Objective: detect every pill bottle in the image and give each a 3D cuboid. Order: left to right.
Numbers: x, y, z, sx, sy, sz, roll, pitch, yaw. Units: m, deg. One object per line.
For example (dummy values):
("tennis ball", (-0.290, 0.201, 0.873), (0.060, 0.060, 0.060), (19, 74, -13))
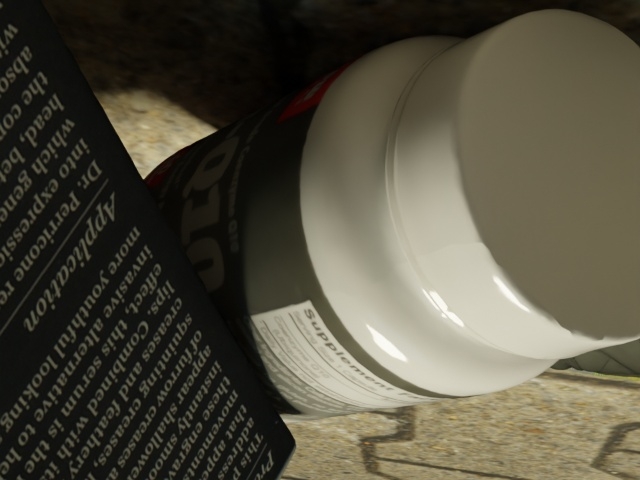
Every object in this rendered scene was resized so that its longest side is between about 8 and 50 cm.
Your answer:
("pill bottle", (0.029, -0.002, 0.661), (0.161, 0.161, 0.283), (20, 158, -28))

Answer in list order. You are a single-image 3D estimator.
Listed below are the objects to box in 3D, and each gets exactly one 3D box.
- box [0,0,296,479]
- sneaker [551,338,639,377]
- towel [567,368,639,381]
("box", (-0.231, 0.030, 0.569), (0.293, 0.212, 0.395), (12, 146, 30))
("sneaker", (0.146, 0.020, 0.747), (0.146, 0.105, 0.296), (1, 165, 9))
("towel", (0.212, 0.093, 1.082), (0.083, 0.009, 0.060), (9, 162, 6))
